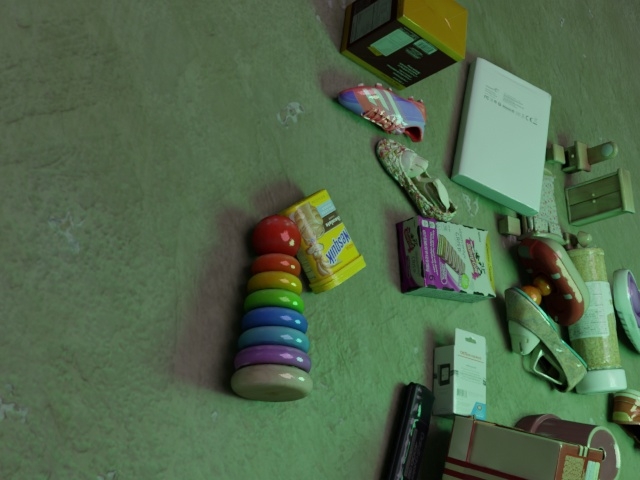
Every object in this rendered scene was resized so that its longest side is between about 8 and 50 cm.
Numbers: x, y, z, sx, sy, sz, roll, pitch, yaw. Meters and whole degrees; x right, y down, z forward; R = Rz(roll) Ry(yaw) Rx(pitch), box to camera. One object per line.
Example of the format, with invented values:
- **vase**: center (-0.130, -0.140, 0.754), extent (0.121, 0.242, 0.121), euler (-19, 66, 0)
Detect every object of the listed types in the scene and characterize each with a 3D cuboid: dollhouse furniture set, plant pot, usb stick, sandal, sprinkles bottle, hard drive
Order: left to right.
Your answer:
- **usb stick**: center (0.169, 0.412, 1.710), extent (0.077, 0.045, 0.278), euler (41, 53, -34)
- **hard drive**: center (0.446, -0.254, 2.133), extent (0.233, 0.047, 0.353), euler (23, 60, -17)
- **dollhouse furniture set**: center (0.611, -0.147, 2.197), extent (0.355, 0.173, 0.303), euler (12, 69, -39)
- **plant pot**: center (0.550, 0.482, 1.936), extent (0.201, 0.180, 0.201), euler (14, 69, -38)
- **sprinkles bottle**: center (0.671, 0.199, 2.175), extent (0.121, 0.121, 0.355), euler (7, 71, -40)
- **sandal**: center (0.861, 0.199, 2.294), extent (0.416, 0.102, 0.169), euler (34, 55, -51)

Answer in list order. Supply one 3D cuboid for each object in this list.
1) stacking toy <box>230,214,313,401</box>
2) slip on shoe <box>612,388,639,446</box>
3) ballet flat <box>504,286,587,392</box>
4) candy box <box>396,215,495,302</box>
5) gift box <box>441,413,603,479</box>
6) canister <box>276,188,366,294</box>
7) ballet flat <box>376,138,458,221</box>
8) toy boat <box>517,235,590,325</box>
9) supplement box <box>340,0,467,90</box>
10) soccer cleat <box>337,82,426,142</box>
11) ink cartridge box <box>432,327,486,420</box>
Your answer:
- **stacking toy**: center (-0.077, 0.107, 1.532), extent (0.141, 0.141, 0.330), euler (21, 60, -36)
- **slip on shoe**: center (0.868, 0.507, 2.264), extent (0.331, 0.123, 0.101), euler (38, 65, -21)
- **ballet flat**: center (0.509, 0.244, 2.035), extent (0.316, 0.107, 0.106), euler (46, 77, -19)
- **candy box**: center (0.276, 0.044, 1.903), extent (0.233, 0.071, 0.159), euler (9, 70, -40)
- **gift box**: center (0.380, 0.492, 1.711), extent (0.276, 0.258, 0.255), euler (30, 72, -49)
- **canister**: center (0.000, 0.000, 1.670), extent (0.126, 0.073, 0.170), euler (-32, 97, -43)
- **ballet flat**: center (0.219, -0.134, 1.906), extent (0.241, 0.077, 0.091), euler (49, 51, -18)
- **toy boat**: center (0.530, 0.111, 2.087), extent (0.151, 0.151, 0.231), euler (-37, 103, -11)
- **supplement box**: center (0.181, -0.450, 1.891), extent (0.191, 0.194, 0.129), euler (25, 61, -34)
- **soccer cleat**: center (0.139, -0.273, 1.880), extent (0.248, 0.083, 0.095), euler (6, 78, -44)
- **ink cartridge box**: center (0.295, 0.286, 1.850), extent (0.104, 0.060, 0.180), euler (20, 64, -36)
